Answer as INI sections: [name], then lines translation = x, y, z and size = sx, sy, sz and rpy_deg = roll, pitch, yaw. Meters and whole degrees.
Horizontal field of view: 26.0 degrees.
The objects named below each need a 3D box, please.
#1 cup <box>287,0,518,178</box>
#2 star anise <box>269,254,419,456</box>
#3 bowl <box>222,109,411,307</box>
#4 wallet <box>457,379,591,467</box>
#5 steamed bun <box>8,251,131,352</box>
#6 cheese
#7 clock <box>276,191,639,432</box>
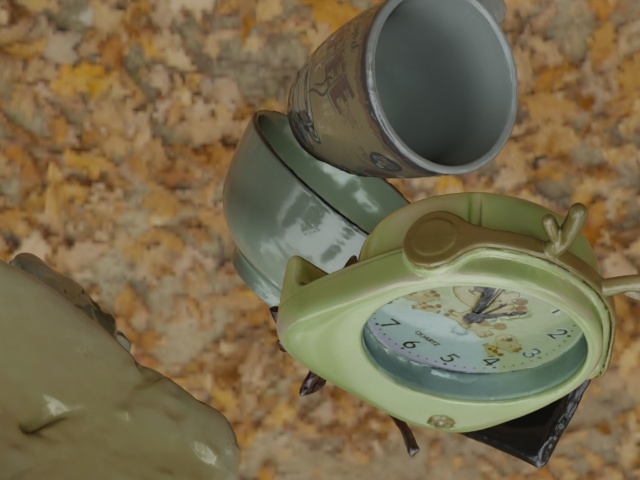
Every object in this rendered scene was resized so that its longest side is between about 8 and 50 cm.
[cup]
translation = 0.100, -0.209, 1.724
size = 0.227, 0.301, 0.257
rpy_deg = 51, 153, -21
[star anise]
translation = 0.027, 0.125, 1.523
size = 0.177, 0.234, 0.073
rpy_deg = 3, 143, 5
[bowl]
translation = 0.000, 0.000, 1.895
size = 0.354, 0.354, 0.185
rpy_deg = 28, 108, -32
[wallet]
translation = 0.209, 0.165, 1.844
size = 0.051, 0.197, 0.377
rpy_deg = 37, 168, -37
[steamed bun]
translation = -0.266, 0.142, 1.402
size = 0.144, 0.218, 0.211
rpy_deg = 7, 126, -41
[cheese]
translation = -0.180, 0.108, 0.794
size = 0.263, 0.159, 0.093
rpy_deg = 39, 129, -6
[clock]
translation = 0.134, 0.051, 1.149
size = 0.235, 0.096, 0.308
rpy_deg = 33, 138, -30
